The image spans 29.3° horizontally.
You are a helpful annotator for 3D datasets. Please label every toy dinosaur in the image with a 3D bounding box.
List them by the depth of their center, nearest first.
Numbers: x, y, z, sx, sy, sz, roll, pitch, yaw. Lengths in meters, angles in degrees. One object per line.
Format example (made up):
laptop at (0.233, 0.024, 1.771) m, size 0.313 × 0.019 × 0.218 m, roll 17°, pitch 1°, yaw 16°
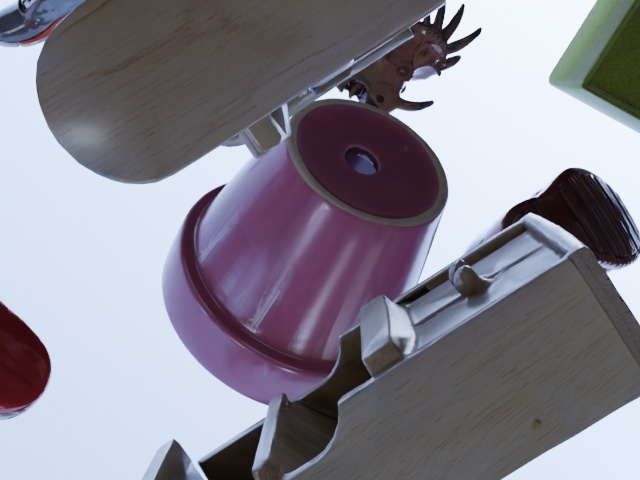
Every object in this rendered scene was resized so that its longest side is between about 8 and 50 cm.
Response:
toy dinosaur at (0.099, -0.264, 1.173) m, size 0.200 × 0.295 × 0.127 m, roll 40°, pitch -173°, yaw 15°

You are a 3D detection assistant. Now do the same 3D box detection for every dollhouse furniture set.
dollhouse furniture set at (-0.062, -0.046, 0.594) m, size 0.256 × 0.362 × 0.394 m, roll -33°, pitch -85°, yaw 4°

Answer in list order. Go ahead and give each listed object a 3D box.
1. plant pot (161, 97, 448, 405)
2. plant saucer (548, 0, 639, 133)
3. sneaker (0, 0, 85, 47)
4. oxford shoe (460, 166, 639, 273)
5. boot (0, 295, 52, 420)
plant pot at (0.000, 0.000, 0.929) m, size 0.201 × 0.180 × 0.201 m, roll 16°, pitch -136°, yaw -16°
plant saucer at (0.376, -0.199, 1.345) m, size 0.188 × 0.188 × 0.045 m, roll 28°, pitch -150°, yaw -2°
sneaker at (-0.263, -0.242, 1.190) m, size 0.065 × 0.158 × 0.061 m, roll 51°, pitch -158°, yaw -54°
oxford shoe at (0.237, 0.008, 1.321) m, size 0.348 × 0.130 × 0.123 m, roll -12°, pitch -110°, yaw -53°
boot at (-0.213, 0.021, 0.689) m, size 0.244 × 0.176 × 0.088 m, roll 43°, pitch -132°, yaw -35°
